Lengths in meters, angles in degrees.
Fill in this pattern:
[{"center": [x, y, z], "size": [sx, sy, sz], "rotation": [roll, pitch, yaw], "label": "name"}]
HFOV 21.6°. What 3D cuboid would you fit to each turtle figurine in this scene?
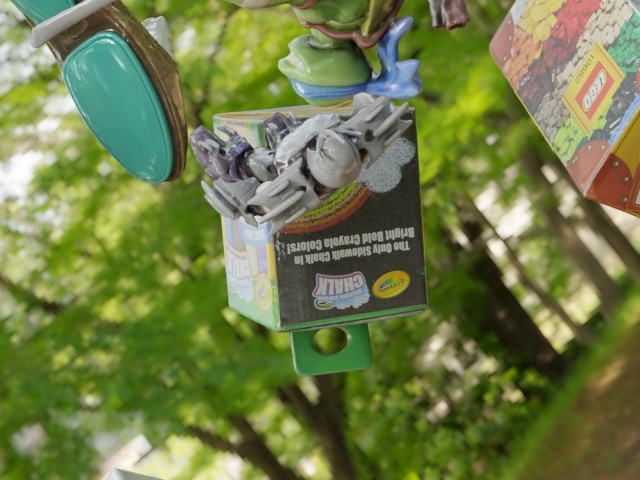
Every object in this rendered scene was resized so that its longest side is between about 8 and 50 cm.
[{"center": [-0.042, -0.219, 0.971], "size": [0.198, 0.275, 0.266], "rotation": [-24, -47, -57], "label": "turtle figurine"}]

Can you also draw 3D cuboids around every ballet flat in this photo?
[{"center": [-0.224, -0.218, 1.656], "size": [0.116, 0.342, 0.124], "rotation": [-28, 17, 39], "label": "ballet flat"}]

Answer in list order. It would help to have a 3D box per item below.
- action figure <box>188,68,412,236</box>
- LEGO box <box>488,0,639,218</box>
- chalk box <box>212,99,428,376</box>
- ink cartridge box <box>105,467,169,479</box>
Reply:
[{"center": [-0.026, -0.078, 1.474], "size": [0.185, 0.099, 0.285], "rotation": [-28, 9, -15], "label": "action figure"}, {"center": [0.497, -0.144, 2.013], "size": [0.193, 0.500, 0.372], "rotation": [-60, 27, 23], "label": "LEGO box"}, {"center": [0.000, 0.000, 1.829], "size": [0.180, 0.289, 0.179], "rotation": [-6, 9, -20], "label": "chalk box"}, {"center": [-0.090, 0.386, 1.848], "size": [0.066, 0.261, 0.296], "rotation": [-56, 42, 13], "label": "ink cartridge box"}]
